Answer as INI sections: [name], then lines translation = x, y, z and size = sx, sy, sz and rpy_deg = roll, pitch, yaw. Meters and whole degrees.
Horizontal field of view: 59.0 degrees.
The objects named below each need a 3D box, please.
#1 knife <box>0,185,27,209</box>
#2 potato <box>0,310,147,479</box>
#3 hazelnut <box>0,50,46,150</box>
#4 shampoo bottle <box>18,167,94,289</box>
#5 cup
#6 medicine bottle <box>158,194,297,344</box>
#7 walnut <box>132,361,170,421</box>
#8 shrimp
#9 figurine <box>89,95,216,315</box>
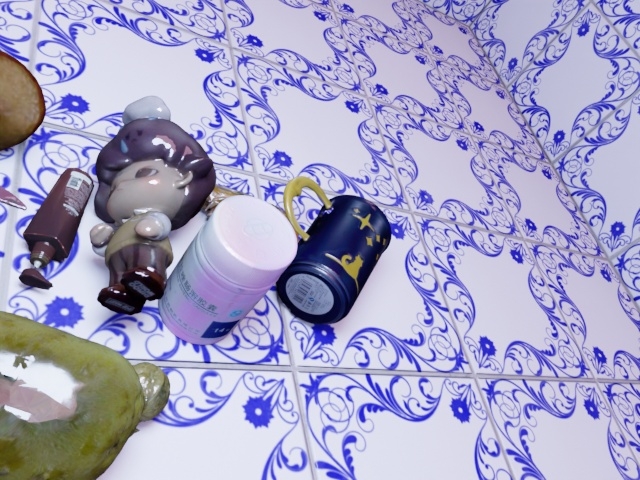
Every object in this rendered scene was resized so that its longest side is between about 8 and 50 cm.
[knife]
translation = -0.609, -0.114, 0.941
size = 0.248, 0.018, 0.035
rpy_deg = 29, 38, -19
[potato]
translation = -0.381, 0.199, 0.713
size = 0.308, 0.173, 0.210
rpy_deg = 31, 60, -10
[hazelnut]
translation = -0.582, -0.248, 0.953
size = 0.210, 0.186, 0.210
rpy_deg = 10, 64, -21
[shampoo bottle]
translation = -0.444, -0.023, 0.952
size = 0.068, 0.067, 0.236
rpy_deg = 10, 47, -7
[cup]
translation = -0.006, 0.016, 1.188
size = 0.255, 0.178, 0.256
rpy_deg = 36, 41, 0
[medicine bottle]
translation = -0.162, 0.055, 0.958
size = 0.152, 0.254, 0.152
rpy_deg = 21, 45, -22
[walnut]
translation = -0.268, 0.228, 0.854
size = 0.092, 0.092, 0.092
rpy_deg = 22, 44, -22
[shrimp]
translation = -0.180, -0.040, 1.183
size = 0.317, 0.062, 0.164
rpy_deg = 26, 44, -23
[figurine]
translation = -0.315, -0.059, 0.966
size = 0.206, 0.218, 0.364
rpy_deg = 31, 37, -17
